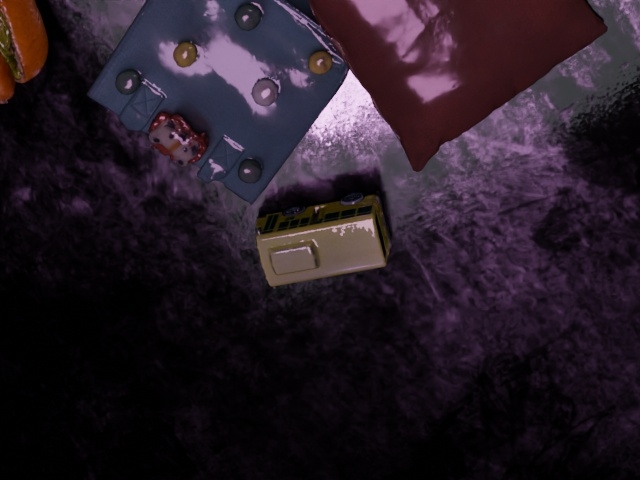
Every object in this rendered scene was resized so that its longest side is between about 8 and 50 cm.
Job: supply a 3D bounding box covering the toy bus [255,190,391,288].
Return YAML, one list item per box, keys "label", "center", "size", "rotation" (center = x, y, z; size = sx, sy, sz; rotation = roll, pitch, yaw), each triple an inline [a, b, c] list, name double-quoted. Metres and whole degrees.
- label: "toy bus"
  center: [0.000, 0.000, 1.815]
  size: [0.175, 0.101, 0.088]
  rotation: [-11, 113, 11]

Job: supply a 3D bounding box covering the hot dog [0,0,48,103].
- label: "hot dog"
  center: [-0.436, -0.330, 1.705]
  size: [0.135, 0.100, 0.337]
  rotation: [-12, 112, 9]

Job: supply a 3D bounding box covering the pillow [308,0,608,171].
- label: "pillow"
  center: [0.160, -0.287, 1.657]
  size: [0.305, 0.108, 0.308]
  rotation: [-34, 108, 0]

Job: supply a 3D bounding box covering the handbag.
- label: "handbag"
  center: [-0.119, -0.211, 1.732]
  size: [0.268, 0.100, 0.274]
  rotation: [34, 111, -11]
